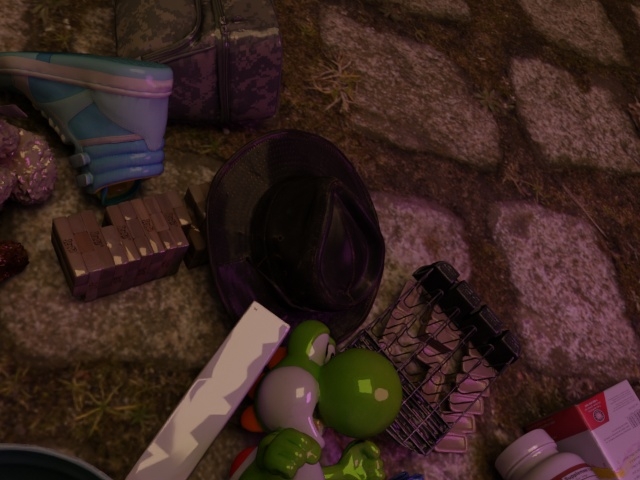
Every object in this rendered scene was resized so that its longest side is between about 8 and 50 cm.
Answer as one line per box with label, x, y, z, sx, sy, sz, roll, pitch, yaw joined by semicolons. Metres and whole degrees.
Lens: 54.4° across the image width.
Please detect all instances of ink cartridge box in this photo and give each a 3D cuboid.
ink cartridge box;0.428;0.326;0.936;0.128;0.127;0.176;-12;65;-31

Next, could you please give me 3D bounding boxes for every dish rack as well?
dish rack;0.158;0.169;0.918;0.271;0.074;0.208;-38;81;-28

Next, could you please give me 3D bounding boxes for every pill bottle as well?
pill bottle;0.341;0.372;0.846;0.121;0.121;0.216;-9;43;-29

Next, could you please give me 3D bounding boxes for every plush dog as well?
plush dog;-0.463;-0.050;0.744;0.262;0.210;0.225;7;81;-21

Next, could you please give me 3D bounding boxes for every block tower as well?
block tower;-0.197;-0.015;0.887;0.335;0.091;0.097;-17;69;-33

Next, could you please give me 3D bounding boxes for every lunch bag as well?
lunch bag;-0.210;-0.344;1.026;0.256;0.212;0.305;-8;62;-10

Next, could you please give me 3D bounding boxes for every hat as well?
hat;0.000;0.000;0.865;0.331;0.134;0.331;2;86;-32

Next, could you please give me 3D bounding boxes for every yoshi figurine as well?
yoshi figurine;-0.001;0.262;0.726;0.203;0.203;0.362;21;57;-12

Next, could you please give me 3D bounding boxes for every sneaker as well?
sneaker;-0.354;-0.162;0.894;0.319;0.208;0.127;14;21;27

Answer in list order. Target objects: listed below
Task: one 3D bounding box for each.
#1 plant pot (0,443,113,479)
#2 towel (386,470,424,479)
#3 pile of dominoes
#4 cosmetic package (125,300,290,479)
plant pot;-0.296;0.351;0.543;0.293;0.196;0.293;12;55;-18
towel;0.016;0.413;0.616;0.243;0.040;0.336;-13;108;-30
pile of dominoes;0.172;0.199;0.972;0.196;0.040;0.251;32;60;-4
cosmetic package;-0.131;0.190;0.741;0.060;0.099;0.239;35;70;0
